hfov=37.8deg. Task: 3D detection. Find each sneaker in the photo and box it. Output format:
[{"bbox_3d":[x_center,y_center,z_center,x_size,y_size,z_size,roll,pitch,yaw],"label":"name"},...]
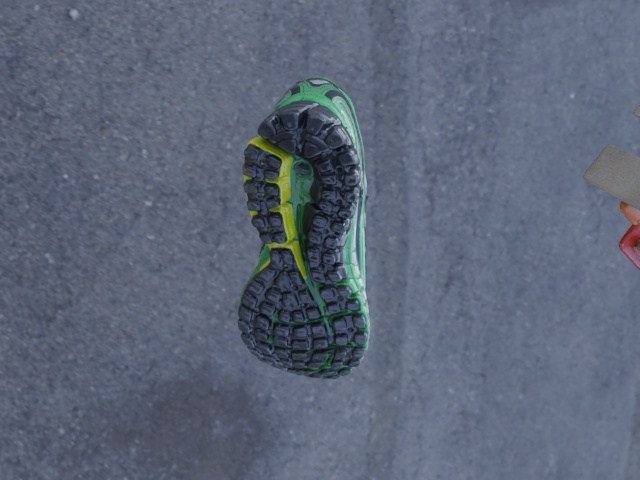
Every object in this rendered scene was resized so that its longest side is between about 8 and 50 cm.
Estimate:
[{"bbox_3d":[0.000,0.000,0.939,0.146,0.134,0.343,-68,167,-54],"label":"sneaker"}]

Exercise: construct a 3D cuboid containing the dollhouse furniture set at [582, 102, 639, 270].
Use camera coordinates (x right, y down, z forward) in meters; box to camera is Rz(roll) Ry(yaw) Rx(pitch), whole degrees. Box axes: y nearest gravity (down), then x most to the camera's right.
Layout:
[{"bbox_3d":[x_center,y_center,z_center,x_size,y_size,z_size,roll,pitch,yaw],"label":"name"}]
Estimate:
[{"bbox_3d":[0.391,-0.079,0.925,0.259,0.135,0.262,-52,134,2],"label":"dollhouse furniture set"}]
